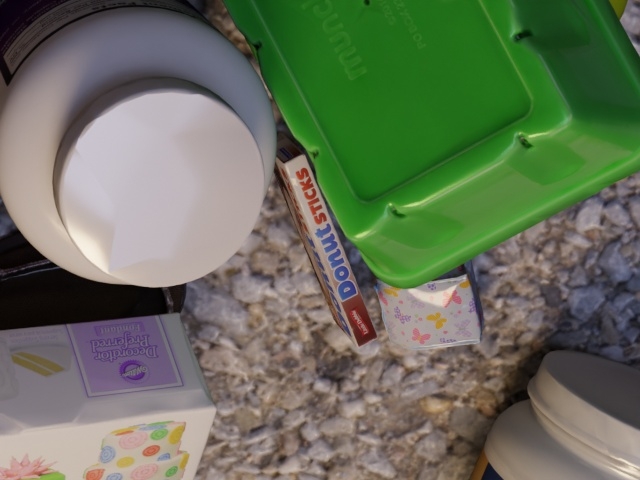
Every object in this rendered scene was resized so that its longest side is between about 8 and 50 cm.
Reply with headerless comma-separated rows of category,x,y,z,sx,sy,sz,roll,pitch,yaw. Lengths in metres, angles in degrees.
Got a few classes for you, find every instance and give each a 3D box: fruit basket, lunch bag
fruit basket,0.089,-0.180,1.171,0.283,0.392,0.392,-29,119,17
lunch bag,0.092,0.052,1.366,0.083,0.053,0.071,-10,116,13

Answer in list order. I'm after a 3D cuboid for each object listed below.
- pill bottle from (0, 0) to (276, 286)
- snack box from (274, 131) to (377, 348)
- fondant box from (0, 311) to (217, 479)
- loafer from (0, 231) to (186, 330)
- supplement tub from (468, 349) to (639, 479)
pill bottle,-0.138,-0.084,1.084,0.181,0.323,0.181,-7,113,-16
snack box,0.000,0.000,1.308,0.022,0.064,0.178,-26,116,-9
fondant box,-0.232,0.201,1.204,0.238,0.096,0.330,-5,141,-24
loafer,-0.270,0.094,1.217,0.366,0.130,0.133,-19,115,-11
supplement tub,0.223,0.277,1.400,0.228,0.228,0.316,15,105,-23
